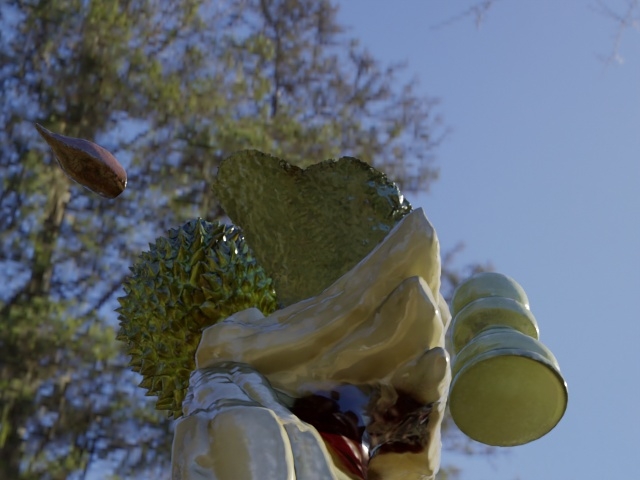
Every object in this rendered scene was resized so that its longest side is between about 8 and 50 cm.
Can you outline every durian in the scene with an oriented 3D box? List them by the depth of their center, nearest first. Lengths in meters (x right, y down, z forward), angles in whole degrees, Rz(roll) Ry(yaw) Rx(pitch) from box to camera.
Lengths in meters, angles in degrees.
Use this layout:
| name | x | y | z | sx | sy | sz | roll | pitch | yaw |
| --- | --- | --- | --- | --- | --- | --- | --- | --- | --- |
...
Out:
| name | x | y | z | sx | sy | sz | roll | pitch | yaw |
| --- | --- | --- | --- | --- | --- | --- | --- | --- | --- |
| durian | -0.098 | 0.096 | 1.471 | 0.291 | 0.225 | 0.291 | 12 | 0 | 0 |

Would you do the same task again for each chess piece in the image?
| name | x | y | z | sx | sy | sz | roll | pitch | yaw |
| --- | --- | --- | --- | --- | --- | --- | --- | --- | --- |
| chess piece | 0.227 | 0.133 | 1.709 | 0.144 | 0.251 | 0.144 | 0 | -61 | 0 |

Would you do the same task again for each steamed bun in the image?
| name | x | y | z | sx | sy | sz | roll | pitch | yaw |
| --- | --- | --- | --- | --- | --- | --- | --- | --- | --- |
| steamed bun | 0.008 | 0.123 | 0.835 | 0.189 | 0.247 | 0.428 | -12 | -18 | -3 |

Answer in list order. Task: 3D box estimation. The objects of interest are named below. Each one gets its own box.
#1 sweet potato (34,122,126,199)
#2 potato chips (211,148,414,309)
| name | x | y | z | sx | sy | sz | roll | pitch | yaw |
| --- | --- | --- | --- | --- | --- | --- | --- | --- | --- |
| sweet potato | -0.262 | -0.091 | 1.442 | 0.117 | 0.049 | 0.049 | 38 | -52 | -20 |
| potato chips | -0.001 | -0.003 | 1.279 | 0.228 | 0.059 | 0.167 | 12 | -81 | -1 |
